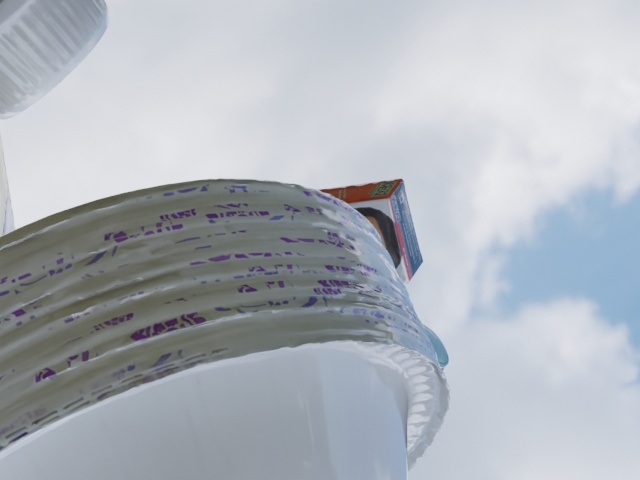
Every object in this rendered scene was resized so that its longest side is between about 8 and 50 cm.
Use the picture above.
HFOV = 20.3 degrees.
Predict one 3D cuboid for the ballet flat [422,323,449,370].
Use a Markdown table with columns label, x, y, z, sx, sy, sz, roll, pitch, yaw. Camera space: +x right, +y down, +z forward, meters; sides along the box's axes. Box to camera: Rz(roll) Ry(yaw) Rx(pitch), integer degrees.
| label | x | y | z | sx | sy | sz | roll | pitch | yaw |
| --- | --- | --- | --- | --- | --- | --- | --- | --- | --- |
| ballet flat | 0.073 | 0.115 | 1.808 | 0.074 | 0.074 | 0.203 | -18 | 170 | 14 |

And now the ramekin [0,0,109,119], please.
| label | x | y | z | sx | sy | sz | roll | pitch | yaw |
| --- | --- | --- | --- | --- | --- | --- | --- | --- | --- |
| ramekin | -0.325 | -0.224 | 1.940 | 0.207 | 0.109 | 0.207 | -36 | -160 | 16 |

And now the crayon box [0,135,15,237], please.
| label | x | y | z | sx | sy | sz | roll | pitch | yaw |
| --- | --- | --- | --- | --- | --- | --- | --- | --- | --- |
| crayon box | -0.371 | -0.023 | 1.848 | 0.081 | 0.318 | 0.202 | -1 | -133 | -3 |

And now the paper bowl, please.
| label | x | y | z | sx | sy | sz | roll | pitch | yaw |
| --- | --- | --- | --- | --- | --- | --- | --- | --- | --- |
| paper bowl | -0.075 | 0.110 | 0.811 | 0.284 | 0.284 | 0.148 | -26 | -117 | -1 |

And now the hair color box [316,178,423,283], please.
| label | x | y | z | sx | sy | sz | roll | pitch | yaw |
| --- | --- | --- | --- | --- | --- | --- | --- | --- | --- |
| hair color box | 0.000 | 0.000 | 1.365 | 0.141 | 0.072 | 0.043 | -8 | -161 | 22 |
